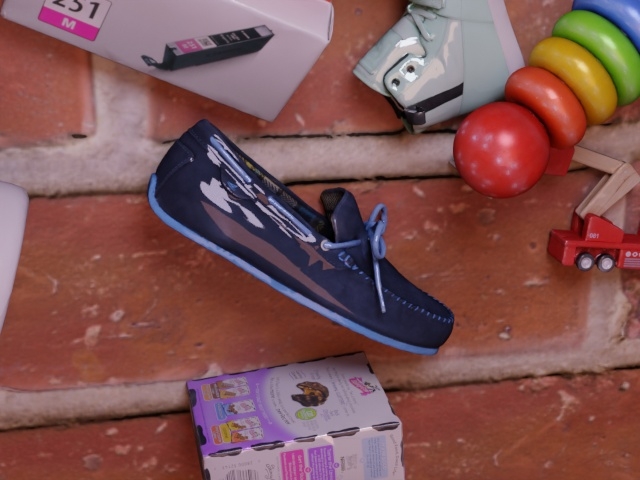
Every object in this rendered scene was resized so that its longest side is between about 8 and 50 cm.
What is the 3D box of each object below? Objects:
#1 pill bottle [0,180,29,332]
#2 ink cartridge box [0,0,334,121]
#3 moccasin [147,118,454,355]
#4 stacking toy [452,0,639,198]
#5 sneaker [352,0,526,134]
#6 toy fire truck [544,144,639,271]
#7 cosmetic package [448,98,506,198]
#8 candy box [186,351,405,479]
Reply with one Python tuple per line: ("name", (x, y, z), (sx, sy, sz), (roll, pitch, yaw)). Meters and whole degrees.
("pill bottle", (-0.460, 0.015, 1.024), (0.392, 0.224, 0.224), (14, 106, -15))
("ink cartridge box", (-0.112, -0.238, 1.076), (0.275, 0.060, 0.239), (20, 141, -17))
("moccasin", (0.000, 0.000, 1.209), (0.342, 0.138, 0.117), (29, 97, -20))
("stacking toy", (0.251, -0.169, 1.161), (0.330, 0.141, 0.141), (-42, 112, -9))
("sneaker", (0.088, -0.220, 1.164), (0.151, 0.094, 0.256), (-29, 115, -7))
("toy fire truck", (0.297, -0.037, 1.302), (0.192, 0.047, 0.135), (3, 107, -13))
("cosmetic package", (0.188, -0.104, 1.250), (0.041, 0.060, 0.115), (38, 100, -22))
("candy box", (-0.028, 0.190, 1.253), (0.196, 0.165, 0.070), (-8, 111, -8))
